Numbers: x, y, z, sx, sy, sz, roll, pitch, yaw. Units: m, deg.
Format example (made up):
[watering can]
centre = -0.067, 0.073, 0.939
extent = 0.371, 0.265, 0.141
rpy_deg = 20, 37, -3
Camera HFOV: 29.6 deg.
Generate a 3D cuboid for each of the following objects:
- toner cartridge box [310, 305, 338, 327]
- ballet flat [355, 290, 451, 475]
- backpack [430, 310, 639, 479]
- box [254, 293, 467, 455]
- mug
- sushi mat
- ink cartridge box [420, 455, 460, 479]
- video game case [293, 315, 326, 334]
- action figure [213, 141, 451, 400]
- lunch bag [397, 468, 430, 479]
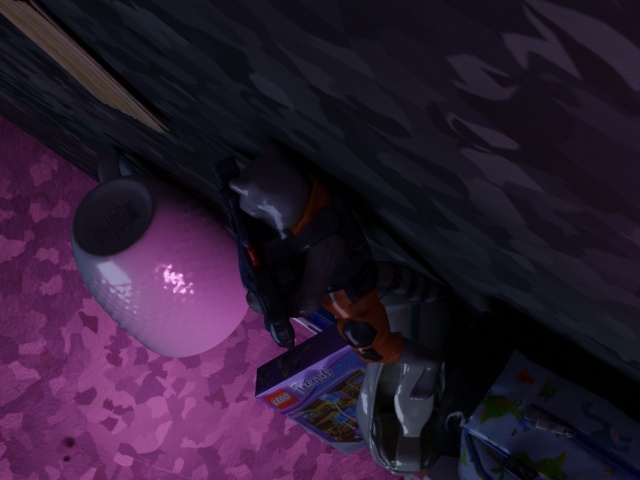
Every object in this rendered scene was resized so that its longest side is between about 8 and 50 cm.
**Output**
[toner cartridge box]
centre = 0.139, 0.186, 2.115
extent = 0.348, 0.075, 0.165
rpy_deg = 32, 172, 11
[ballet flat]
centre = 0.115, 0.229, 1.627
extent = 0.139, 0.139, 0.400
rpy_deg = 30, 143, 27
[backpack]
centre = 0.302, 0.269, 1.410
extent = 0.356, 0.273, 0.290
rpy_deg = 20, 164, 9
[box]
centre = 0.079, 0.189, 1.723
extent = 0.201, 0.293, 0.057
rpy_deg = 38, -144, -32
[mug]
centre = -0.327, -0.005, 2.287
extent = 0.374, 0.276, 0.328
rpy_deg = 65, -174, 34
[sushi mat]
centre = -0.316, -0.235, 1.513
extent = 0.151, 0.019, 0.316
rpy_deg = 30, 172, 34
[ink cartridge box]
centre = 0.208, 0.364, 1.716
extent = 0.119, 0.207, 0.353
rpy_deg = 43, 152, 13
[video game case]
centre = 0.024, 0.147, 2.288
extent = 0.143, 0.019, 0.157
rpy_deg = 33, -156, 0
[action figure]
centre = 0.000, 0.000, 1.393
extent = 0.330, 0.179, 0.341
rpy_deg = 49, -169, -44
[lunch bag]
centre = 0.249, 0.374, 2.059
extent = 0.120, 0.258, 0.293
rpy_deg = 69, -166, 15
